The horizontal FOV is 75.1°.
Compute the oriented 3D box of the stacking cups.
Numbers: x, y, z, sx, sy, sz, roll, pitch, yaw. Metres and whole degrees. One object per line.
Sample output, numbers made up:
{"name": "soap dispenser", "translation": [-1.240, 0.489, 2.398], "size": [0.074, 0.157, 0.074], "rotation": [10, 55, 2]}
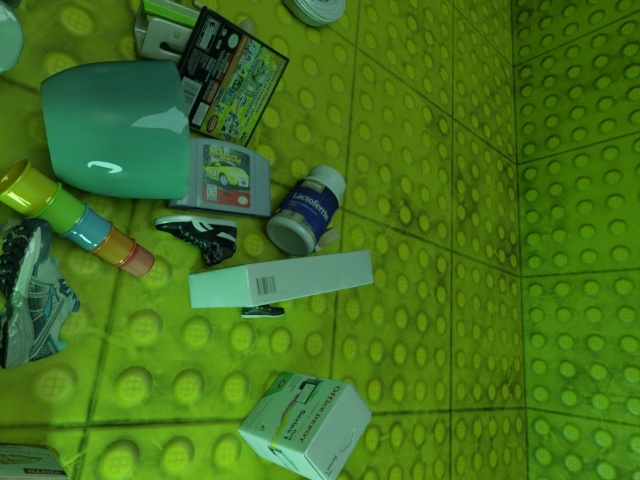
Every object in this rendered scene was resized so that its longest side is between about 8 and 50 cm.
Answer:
{"name": "stacking cups", "translation": [-0.482, -0.025, 0.847], "size": [0.316, 0.096, 0.096], "rotation": [51, 51, -45]}

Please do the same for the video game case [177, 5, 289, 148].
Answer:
{"name": "video game case", "translation": [-0.242, -0.398, 1.069], "size": [0.248, 0.035, 0.274], "rotation": [15, 113, -42]}

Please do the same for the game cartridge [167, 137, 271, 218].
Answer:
{"name": "game cartridge", "translation": [-0.262, -0.168, 1.119], "size": [0.294, 0.060, 0.195], "rotation": [4, 75, -41]}

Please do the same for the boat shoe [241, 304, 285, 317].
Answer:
{"name": "boat shoe", "translation": [-0.154, 0.190, 1.146], "size": [0.133, 0.049, 0.042], "rotation": [7, 85, -36]}

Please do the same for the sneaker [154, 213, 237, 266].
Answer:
{"name": "sneaker", "translation": [-0.299, 0.005, 1.034], "size": [0.217, 0.079, 0.121], "rotation": [3, 78, -42]}

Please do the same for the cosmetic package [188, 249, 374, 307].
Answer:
{"name": "cosmetic package", "translation": [-0.097, 0.096, 1.058], "size": [0.377, 0.284, 0.097], "rotation": [-5, 84, -42]}

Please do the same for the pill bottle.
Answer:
{"name": "pill bottle", "translation": [-0.034, -0.094, 1.236], "size": [0.153, 0.153, 0.264], "rotation": [48, 54, -24]}

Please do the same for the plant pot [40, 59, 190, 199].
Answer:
{"name": "plant pot", "translation": [-0.420, -0.222, 0.849], "size": [0.235, 0.293, 0.292], "rotation": [-7, 87, -29]}

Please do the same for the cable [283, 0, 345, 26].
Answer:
{"name": "cable", "translation": [-0.030, -0.864, 1.427], "size": [0.257, 0.089, 0.257], "rotation": [-45, 112, -38]}

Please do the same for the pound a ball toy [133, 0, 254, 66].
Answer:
{"name": "pound a ball toy", "translation": [-0.318, -0.527, 1.106], "size": [0.319, 0.135, 0.208], "rotation": [3, 51, -38]}

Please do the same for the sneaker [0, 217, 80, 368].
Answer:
{"name": "sneaker", "translation": [-0.525, 0.094, 0.784], "size": [0.122, 0.110, 0.282], "rotation": [1, 108, -51]}

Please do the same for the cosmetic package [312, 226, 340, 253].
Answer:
{"name": "cosmetic package", "translation": [0.000, 0.000, 1.310], "size": [0.115, 0.060, 0.041], "rotation": [-32, 103, -42]}

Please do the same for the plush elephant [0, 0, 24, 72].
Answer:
{"name": "plush elephant", "translation": [-0.662, -0.412, 0.691], "size": [0.272, 0.330, 0.255], "rotation": [11, 93, -47]}

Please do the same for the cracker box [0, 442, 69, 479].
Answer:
{"name": "cracker box", "translation": [-0.520, 0.381, 0.669], "size": [0.156, 0.232, 0.067], "rotation": [26, 66, -35]}

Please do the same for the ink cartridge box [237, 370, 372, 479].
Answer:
{"name": "ink cartridge box", "translation": [-0.042, 0.452, 1.042], "size": [0.201, 0.278, 0.117], "rotation": [-47, 113, -37]}

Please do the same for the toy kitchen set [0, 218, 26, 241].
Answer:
{"name": "toy kitchen set", "translation": [-0.588, -0.043, 0.809], "size": [0.075, 0.068, 0.083], "rotation": [67, 20, 8]}
